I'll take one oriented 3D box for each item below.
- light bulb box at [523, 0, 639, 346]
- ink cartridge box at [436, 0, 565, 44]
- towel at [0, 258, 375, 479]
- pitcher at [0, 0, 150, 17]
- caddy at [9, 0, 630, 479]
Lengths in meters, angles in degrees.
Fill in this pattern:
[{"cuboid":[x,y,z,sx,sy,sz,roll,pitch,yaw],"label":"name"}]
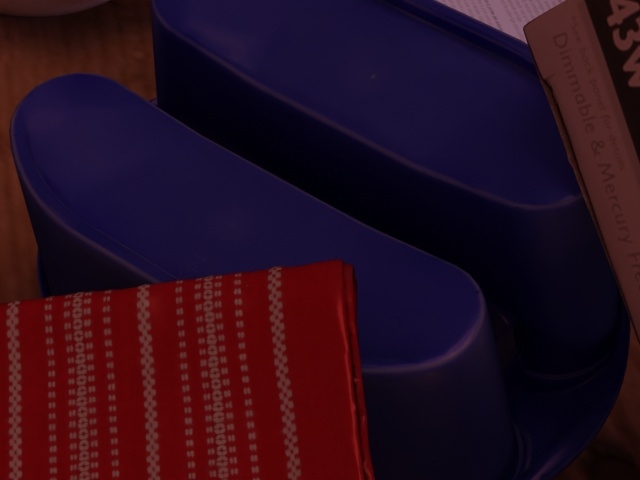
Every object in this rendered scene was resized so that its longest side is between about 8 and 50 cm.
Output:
[{"cuboid":[0.338,-0.001,0.741,0.361,0.225,0.358,-14,83,-30],"label":"light bulb box"},{"cuboid":[0.087,-0.169,1.210,0.307,0.072,0.304,4,36,-15],"label":"ink cartridge box"},{"cuboid":[-0.110,0.107,0.688,0.274,0.031,0.199,-7,59,5],"label":"towel"},{"cuboid":[-0.150,-0.203,1.120,0.207,0.125,0.178,-7,41,-15],"label":"pitcher"},{"cuboid":[0.000,0.000,0.870,0.341,0.179,0.241,30,61,25],"label":"caddy"}]
